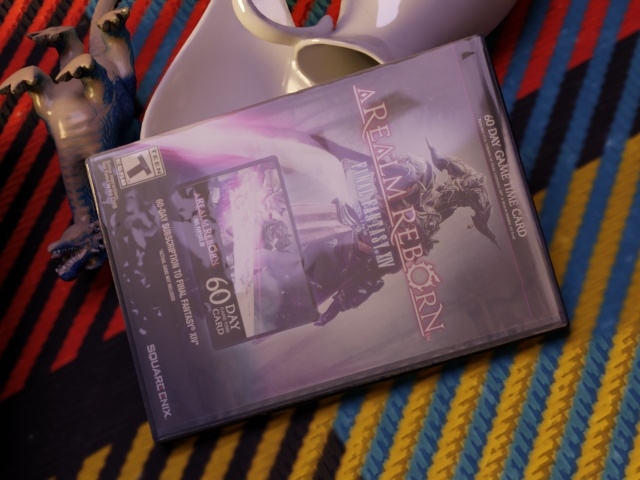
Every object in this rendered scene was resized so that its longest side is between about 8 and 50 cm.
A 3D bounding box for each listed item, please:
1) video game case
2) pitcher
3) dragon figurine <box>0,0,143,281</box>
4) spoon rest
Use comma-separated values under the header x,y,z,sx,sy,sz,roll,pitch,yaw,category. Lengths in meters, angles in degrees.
x,y,z,sx,sy,sz,roll,pitch,yaw,category
0.000,0.000,1.117,0.274,0.026,0.196,-17,79,10,video game case
0.049,-0.190,1.226,0.207,0.178,0.125,-60,11,-23,pitcher
-0.155,-0.087,1.276,0.085,0.144,0.289,-14,29,14,dragon figurine
-0.056,-0.122,1.255,0.137,0.084,0.276,2,49,-3,spoon rest
